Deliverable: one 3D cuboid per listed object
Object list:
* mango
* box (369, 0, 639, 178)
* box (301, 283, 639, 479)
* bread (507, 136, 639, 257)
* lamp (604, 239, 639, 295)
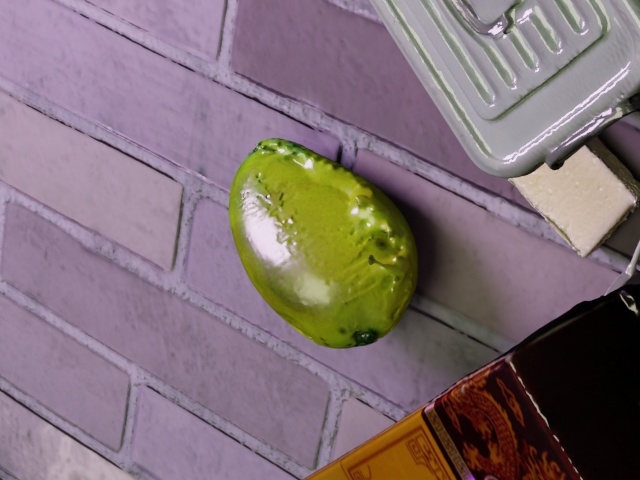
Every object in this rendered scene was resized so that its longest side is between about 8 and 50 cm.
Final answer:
[{"bbox_3d":[0.000,0.000,1.236,0.119,0.100,0.178,-41,65,4],"label":"mango"},{"bbox_3d":[0.132,-0.175,1.036,0.163,0.135,0.243,-40,79,42],"label":"box"},{"bbox_3d":[0.139,0.215,1.092,0.264,0.116,0.415,60,152,9],"label":"box"},{"bbox_3d":[0.150,-0.063,1.130,0.154,0.028,0.068,48,130,16],"label":"bread"},{"bbox_3d":[0.227,-0.014,1.067,0.056,0.050,0.198,32,123,26],"label":"lamp"}]
